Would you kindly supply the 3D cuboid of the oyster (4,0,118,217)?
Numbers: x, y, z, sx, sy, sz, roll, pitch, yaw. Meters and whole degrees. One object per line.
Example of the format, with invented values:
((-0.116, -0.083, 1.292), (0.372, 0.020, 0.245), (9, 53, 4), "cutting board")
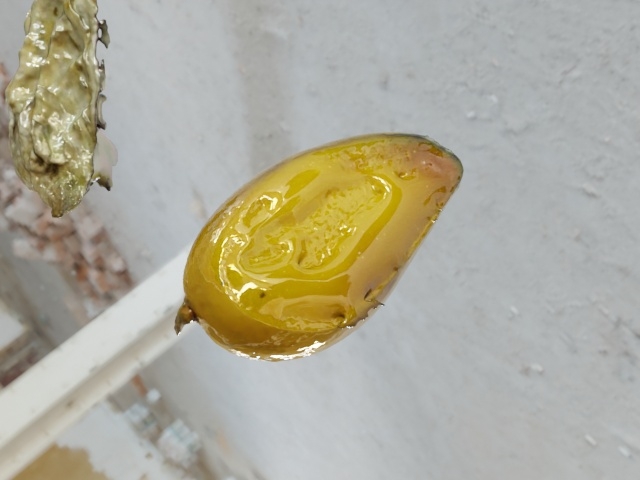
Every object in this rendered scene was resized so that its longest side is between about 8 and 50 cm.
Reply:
((-0.175, -0.121, 0.701), (0.133, 0.072, 0.209), (-172, 78, -75), "oyster")

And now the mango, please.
((0.000, 0.000, 0.577), (0.101, 0.187, 0.066), (50, 162, 6), "mango")
